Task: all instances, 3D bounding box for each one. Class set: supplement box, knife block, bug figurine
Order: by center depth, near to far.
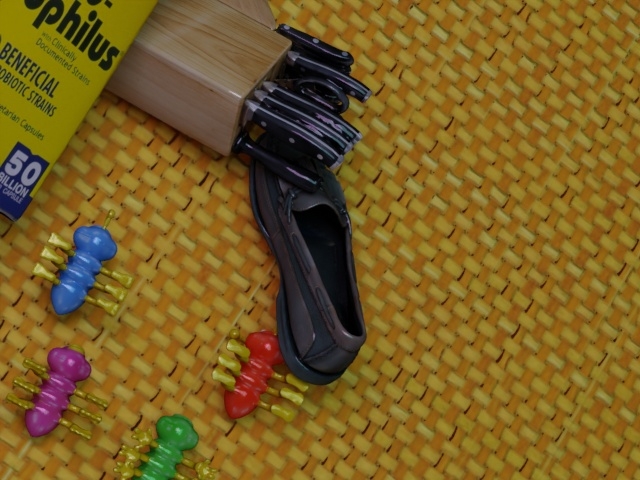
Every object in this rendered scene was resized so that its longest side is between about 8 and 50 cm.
[{"bbox_3d":[-0.277,-0.233,1.539,0.195,0.194,0.356,29,85,30],"label":"supplement box"},{"bbox_3d":[-0.163,0.116,1.644,0.279,0.072,0.216,33,77,-13],"label":"bug figurine"},{"bbox_3d":[-0.101,-0.141,1.663,0.275,0.088,0.242,-6,54,-19],"label":"knife block"}]

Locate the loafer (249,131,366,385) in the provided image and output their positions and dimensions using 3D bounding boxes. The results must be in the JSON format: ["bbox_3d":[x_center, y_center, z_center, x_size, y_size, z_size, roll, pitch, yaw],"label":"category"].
[{"bbox_3d":[0.000,0.000,1.684,0.096,0.084,0.267,7,60,-33],"label":"loafer"}]
